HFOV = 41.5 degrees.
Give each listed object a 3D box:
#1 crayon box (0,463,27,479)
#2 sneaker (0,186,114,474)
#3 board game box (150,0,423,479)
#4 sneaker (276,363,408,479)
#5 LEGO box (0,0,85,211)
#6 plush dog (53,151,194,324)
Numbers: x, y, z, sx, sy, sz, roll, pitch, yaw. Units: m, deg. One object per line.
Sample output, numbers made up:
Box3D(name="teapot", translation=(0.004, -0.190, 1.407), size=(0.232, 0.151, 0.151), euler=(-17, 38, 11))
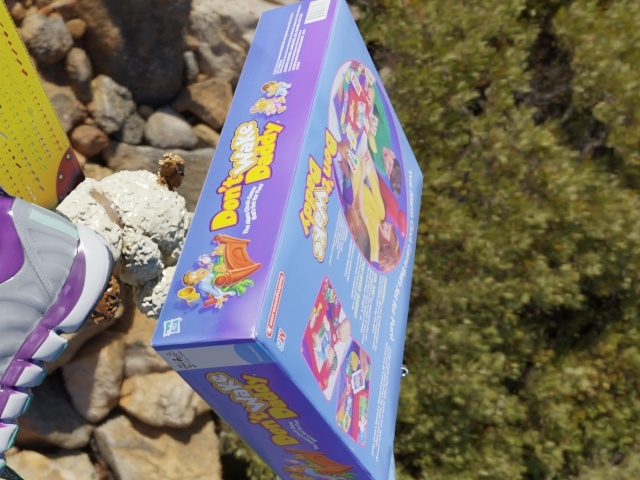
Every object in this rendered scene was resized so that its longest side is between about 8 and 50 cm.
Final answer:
Box3D(name="crayon box", translation=(-0.501, 0.208, 0.947), size=(0.323, 0.203, 0.083), euler=(59, 46, -36))
Box3D(name="sneaker", translation=(-0.215, 0.074, 0.481), size=(0.098, 0.083, 0.224), euler=(37, 72, -34))
Box3D(name="board game box", translation=(0.000, 0.000, 0.693), size=(0.233, 0.078, 0.347), euler=(58, 33, -42))
Box3D(name="sneaker", translation=(0.026, 0.192, 0.956), size=(0.129, 0.330, 0.147), euler=(14, 115, -15))
Box3D(name="LEGO box", translation=(-0.529, -0.226, 0.894), size=(0.193, 0.372, 0.500), euler=(-56, 146, -38))
Box3D(name="plush dog", translation=(-0.299, -0.014, 1.168), size=(0.262, 0.210, 0.225), euler=(46, 39, 15))
